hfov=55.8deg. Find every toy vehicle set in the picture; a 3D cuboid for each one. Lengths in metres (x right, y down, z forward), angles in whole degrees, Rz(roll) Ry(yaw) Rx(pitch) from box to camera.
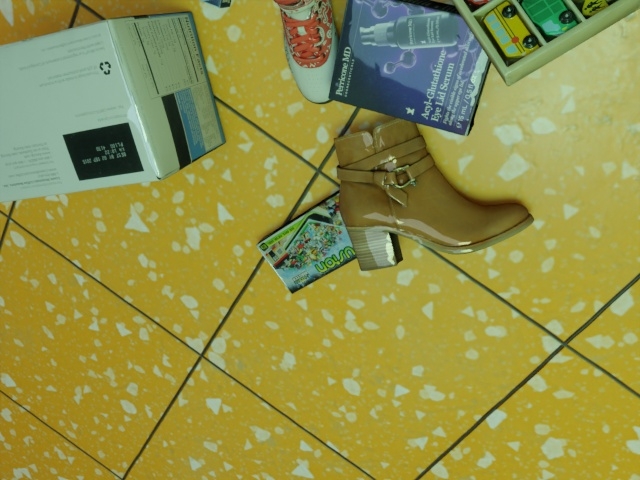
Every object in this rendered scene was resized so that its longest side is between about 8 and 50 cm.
[{"bbox_3d":[0.231,-0.335,0.721,0.166,0.035,0.267,-31,69,15],"label":"toy vehicle set"}]

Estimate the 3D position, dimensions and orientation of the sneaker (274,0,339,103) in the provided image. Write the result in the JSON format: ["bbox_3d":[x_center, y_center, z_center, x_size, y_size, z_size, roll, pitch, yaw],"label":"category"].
[{"bbox_3d":[-0.030,-0.316,0.851,0.090,0.145,0.270,5,115,17],"label":"sneaker"}]

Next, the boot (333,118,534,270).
[{"bbox_3d":[0.165,-0.085,0.925,0.283,0.109,0.220,-11,94,16],"label":"boot"}]

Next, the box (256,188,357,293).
[{"bbox_3d":[0.000,0.000,1.046,0.207,0.036,0.114,-31,101,28],"label":"box"}]

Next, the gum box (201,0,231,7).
[{"bbox_3d":[-0.192,-0.465,0.899,0.157,0.041,0.184,24,120,8],"label":"gum box"}]

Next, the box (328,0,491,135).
[{"bbox_3d":[0.131,-0.253,0.844,0.207,0.108,0.153,16,118,11],"label":"box"}]

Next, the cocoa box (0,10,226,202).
[{"bbox_3d":[-0.371,-0.213,0.969,0.347,0.228,0.231,-5,111,21],"label":"cocoa box"}]
